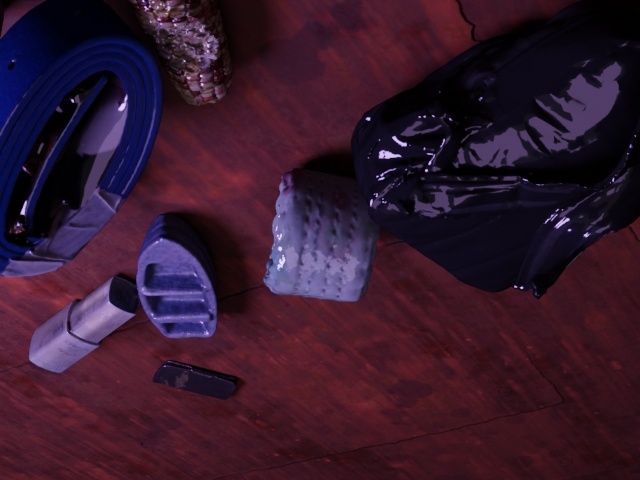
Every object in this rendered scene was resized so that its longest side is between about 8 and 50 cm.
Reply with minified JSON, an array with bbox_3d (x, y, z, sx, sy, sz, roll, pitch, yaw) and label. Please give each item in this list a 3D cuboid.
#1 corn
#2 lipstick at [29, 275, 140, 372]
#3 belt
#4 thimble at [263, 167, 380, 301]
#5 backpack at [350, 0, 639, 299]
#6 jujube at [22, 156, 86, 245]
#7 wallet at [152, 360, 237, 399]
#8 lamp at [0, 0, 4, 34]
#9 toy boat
[{"bbox_3d":[-0.168,-0.264,1.251,0.098,0.098,0.290,-5,143,9],"label":"corn"},{"bbox_3d":[-0.409,0.146,1.825,0.079,0.077,0.253,28,137,-31],"label":"lipstick"},{"bbox_3d":[-0.326,-0.123,1.285,0.212,0.117,0.347,9,120,-47],"label":"belt"},{"bbox_3d":[0.000,0.000,1.521,0.149,0.185,0.211,8,152,-6],"label":"thimble"},{"bbox_3d":[0.278,-0.113,1.308,0.363,0.255,0.445,28,131,-36],"label":"backpack"},{"bbox_3d":[-0.417,-0.072,1.480,0.168,0.168,0.236,-18,121,25],"label":"jujube"},{"bbox_3d":[-0.241,0.271,2.034,0.156,0.018,0.082,18,140,-19],"label":"wallet"},{"bbox_3d":[-0.539,-0.205,1.238,0.301,0.247,0.247,-23,140,19],"label":"lamp"},{"bbox_3d":[-0.232,0.062,1.705,0.127,0.078,0.283,1,143,3],"label":"toy boat"}]
